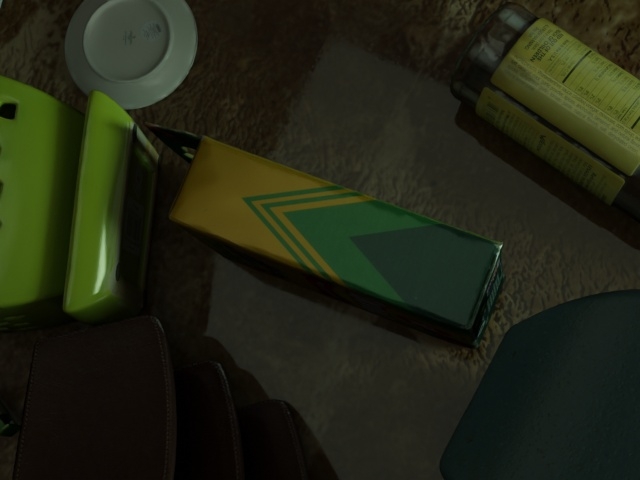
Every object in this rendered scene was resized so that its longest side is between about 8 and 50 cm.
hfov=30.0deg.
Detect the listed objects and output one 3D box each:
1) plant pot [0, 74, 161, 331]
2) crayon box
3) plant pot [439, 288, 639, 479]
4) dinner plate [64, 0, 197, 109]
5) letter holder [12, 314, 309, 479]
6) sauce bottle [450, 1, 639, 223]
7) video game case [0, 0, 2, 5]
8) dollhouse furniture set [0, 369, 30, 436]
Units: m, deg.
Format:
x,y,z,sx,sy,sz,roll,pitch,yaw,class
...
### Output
x,y,z,sx,sy,sz,roll,pitch,yaw,class
-0.267,-0.025,1.095,0.207,0.228,0.227,5,81,2,plant pot
0.000,0.000,1.058,0.318,0.202,0.081,20,84,12,crayon box
0.247,0.187,0.950,0.252,0.248,0.247,11,61,40,plant pot
-0.195,-0.203,1.215,0.141,0.017,0.141,-1,81,7,dinner plate
-0.124,0.204,0.981,0.214,0.152,0.302,-15,34,3,letter holder
0.281,-0.081,1.075,0.344,0.111,0.111,38,88,11,sauce bottle
-0.433,-0.218,1.251,0.183,0.023,0.201,12,82,11,video game case
-0.259,0.118,1.141,0.151,0.076,0.058,-40,75,1,dollhouse furniture set
